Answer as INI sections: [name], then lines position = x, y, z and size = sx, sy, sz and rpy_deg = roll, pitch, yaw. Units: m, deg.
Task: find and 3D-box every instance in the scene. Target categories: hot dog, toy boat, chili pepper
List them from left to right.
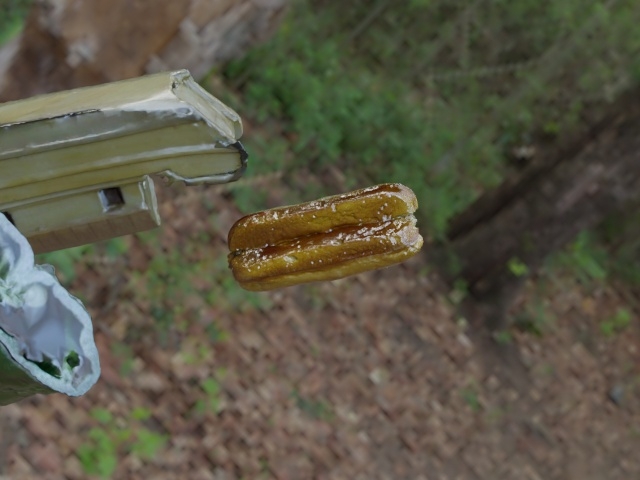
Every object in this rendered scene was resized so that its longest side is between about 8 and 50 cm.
[chili pepper]
position = -0.250, 0.059, 1.092
size = 0.136, 0.270, 0.099
rpy_deg = 30, 61, -26
[toy boat]
position = -0.294, -0.064, 1.793
size = 0.136, 0.445, 0.162
rpy_deg = -100, 179, -64
[hot dog]
position = 0.000, 0.000, 1.406
size = 0.045, 0.165, 0.071
rpy_deg = 47, 33, -67

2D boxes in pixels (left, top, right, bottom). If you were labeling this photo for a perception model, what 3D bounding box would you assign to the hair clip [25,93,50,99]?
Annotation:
[hair clip]
position = -0.323, -0.128, 1.988
size = 0.218, 0.159, 0.071
rpy_deg = -8, -74, 67
